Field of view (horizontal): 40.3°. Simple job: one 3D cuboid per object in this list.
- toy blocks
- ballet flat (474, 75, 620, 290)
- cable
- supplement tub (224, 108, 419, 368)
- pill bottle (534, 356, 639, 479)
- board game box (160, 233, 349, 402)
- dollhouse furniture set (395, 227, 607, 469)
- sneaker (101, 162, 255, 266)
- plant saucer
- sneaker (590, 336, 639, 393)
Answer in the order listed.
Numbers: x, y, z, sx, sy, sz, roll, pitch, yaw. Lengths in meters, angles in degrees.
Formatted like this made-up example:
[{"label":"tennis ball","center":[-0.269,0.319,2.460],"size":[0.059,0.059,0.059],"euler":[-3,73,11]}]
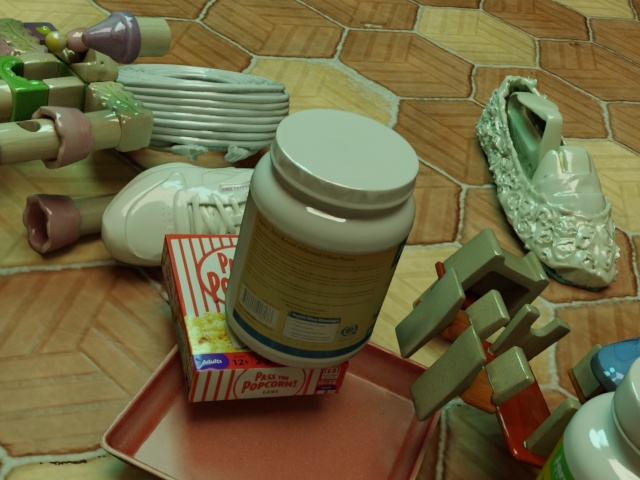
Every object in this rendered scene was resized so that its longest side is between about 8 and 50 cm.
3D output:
[{"label":"toy blocks","center":[-0.354,-0.176,0.938],"size":[0.260,0.309,0.288],"euler":[-13,44,-42]},{"label":"ballet flat","center":[0.318,-0.108,1.245],"size":[0.147,0.147,0.409],"euler":[4,39,-16]},{"label":"cable","center":[-0.168,-0.176,1.132],"size":[0.257,0.089,0.257],"euler":[13,18,20]},{"label":"supplement tub","center":[0.000,0.000,0.772],"size":[0.144,0.199,0.144],"euler":[11,37,-8]},{"label":"pill bottle","center":[0.246,0.210,0.703],"size":[0.136,0.245,0.136],"euler":[10,36,-7]},{"label":"board game box","center":[-0.071,0.070,0.862],"size":[0.147,0.045,0.193],"euler":[0,39,-21]},{"label":"dollhouse furniture set","center":[0.187,0.124,0.882],"size":[0.262,0.135,0.259],"euler":[26,31,-26]},{"label":"sneaker","center":[-0.092,-0.040,0.980],"size":[0.305,0.114,0.152],"euler":[-12,8,-31]},{"label":"plant saucer","center":[-0.031,0.172,0.821],"size":[0.259,0.047,0.259],"euler":[23,36,10]},{"label":"sneaker","center":[0.334,0.112,0.848],"size":[0.209,0.082,0.069],"euler":[0,50,-49]}]
